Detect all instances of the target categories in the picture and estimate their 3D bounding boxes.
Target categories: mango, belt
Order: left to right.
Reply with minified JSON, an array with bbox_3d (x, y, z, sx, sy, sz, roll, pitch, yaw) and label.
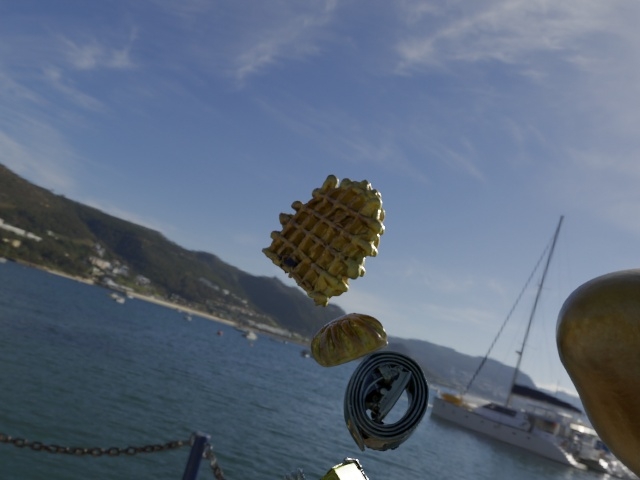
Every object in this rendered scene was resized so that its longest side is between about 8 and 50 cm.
[{"bbox_3d":[0.161,0.409,1.358,0.206,0.268,0.116,23,-37,10],"label":"belt"},{"bbox_3d":[0.397,0.161,0.582,0.384,0.221,0.199,34,22,-16],"label":"mango"}]

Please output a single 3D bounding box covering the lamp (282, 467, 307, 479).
[{"bbox_3d":[-0.117,0.555,1.151,0.192,0.106,0.106,-24,-7,-9],"label":"lamp"}]

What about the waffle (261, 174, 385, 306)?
[{"bbox_3d":[0.001,0.001,0.991,0.283,0.310,0.065,-21,-51,32],"label":"waffle"}]

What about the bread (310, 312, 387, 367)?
[{"bbox_3d":[0.036,0.190,0.977,0.157,0.094,0.083,-27,-86,50],"label":"bread"}]

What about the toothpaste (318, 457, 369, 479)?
[{"bbox_3d":[0.083,0.503,0.797,0.077,0.110,0.327,21,30,-57],"label":"toothpaste"}]
